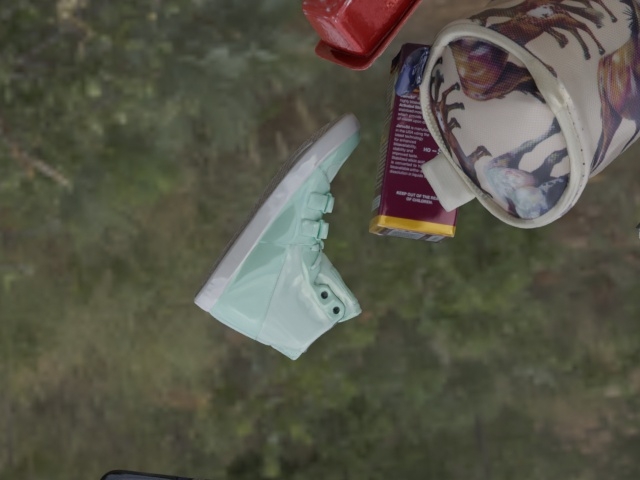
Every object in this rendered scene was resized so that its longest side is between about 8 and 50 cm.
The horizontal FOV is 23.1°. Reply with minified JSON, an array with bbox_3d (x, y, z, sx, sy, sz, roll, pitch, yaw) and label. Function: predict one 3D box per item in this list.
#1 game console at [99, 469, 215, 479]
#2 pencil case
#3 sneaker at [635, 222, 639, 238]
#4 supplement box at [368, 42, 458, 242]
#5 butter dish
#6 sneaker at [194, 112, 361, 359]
[{"bbox_3d":[-0.138,0.417,1.696,0.173,0.293,0.250,0,-171,-20],"label":"game console"},{"bbox_3d":[0.246,-0.172,1.185,0.410,0.160,0.183,-37,-170,-30],"label":"pencil case"},{"bbox_3d":[0.394,-0.024,1.436,0.271,0.108,0.100,-25,160,-45],"label":"sneaker"},{"bbox_3d":[0.104,-0.097,1.594,0.081,0.188,0.104,8,176,-3],"label":"supplement box"},{"bbox_3d":[0.037,-0.293,1.816,0.118,0.160,0.160,38,177,-27],"label":"butter dish"},{"bbox_3d":[0.000,0.000,1.634,0.151,0.256,0.094,35,-179,-7],"label":"sneaker"}]
